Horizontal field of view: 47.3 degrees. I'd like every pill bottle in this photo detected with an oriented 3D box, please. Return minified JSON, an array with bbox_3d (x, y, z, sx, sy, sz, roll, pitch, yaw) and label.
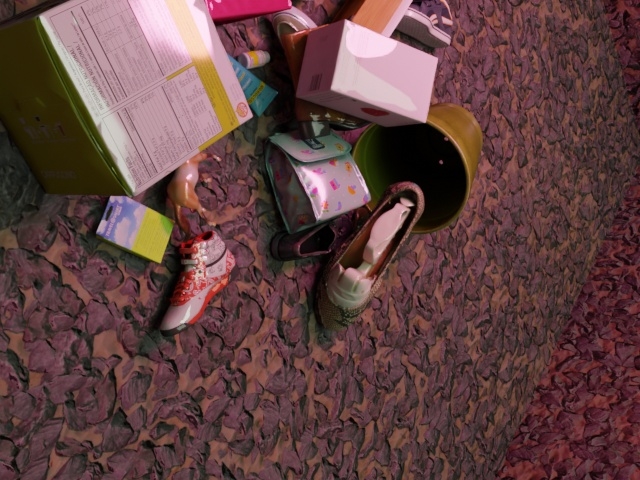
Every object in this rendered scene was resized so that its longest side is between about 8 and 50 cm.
[{"bbox_3d":[-0.169,-0.462,1.864,0.083,0.043,0.043,-25,110,-44],"label":"pill bottle"}]

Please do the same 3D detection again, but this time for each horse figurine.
[{"bbox_3d":[-0.304,-0.133,1.701,0.174,0.066,0.263,34,55,-56],"label":"horse figurine"}]

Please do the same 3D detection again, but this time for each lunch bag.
[{"bbox_3d":[-0.018,-0.179,1.962,0.223,0.160,0.262,-20,88,-41],"label":"lunch bag"}]

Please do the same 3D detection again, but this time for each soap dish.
[{"bbox_3d":[0.120,-0.616,2.045,0.118,0.229,0.291,41,61,-21],"label":"soap dish"}]

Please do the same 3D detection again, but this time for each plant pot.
[{"bbox_3d":[0.331,-0.260,2.223,0.353,0.366,0.367,-43,123,-50],"label":"plant pot"}]

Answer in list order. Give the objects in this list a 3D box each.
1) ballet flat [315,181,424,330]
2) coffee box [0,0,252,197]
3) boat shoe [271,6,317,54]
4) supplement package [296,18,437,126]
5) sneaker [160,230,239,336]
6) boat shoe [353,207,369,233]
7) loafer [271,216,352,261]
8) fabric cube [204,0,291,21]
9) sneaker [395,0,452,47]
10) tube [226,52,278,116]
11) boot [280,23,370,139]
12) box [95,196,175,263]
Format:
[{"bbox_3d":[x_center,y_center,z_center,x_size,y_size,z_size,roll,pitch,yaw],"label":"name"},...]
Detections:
[{"bbox_3d":[0.129,0.039,2.022,0.483,0.164,0.182,-57,176,1],"label":"ballet flat"},{"bbox_3d":[-0.406,-0.307,1.403,0.334,0.337,0.338,-43,123,-36],"label":"coffee box"},{"bbox_3d":[-0.035,-0.487,1.951,0.302,0.109,0.094,51,42,-38],"label":"boat shoe"},{"bbox_3d":[0.118,-0.408,1.832,0.293,0.177,0.175,12,87,-31],"label":"supplement package"},{"bbox_3d":[-0.309,0.091,1.713,0.270,0.090,0.145,-48,124,-38],"label":"sneaker"},{"bbox_3d":[0.120,-0.022,2.205,0.056,0.048,0.153,-7,91,-34],"label":"boat shoe"},{"bbox_3d":[0.000,0.000,2.031,0.302,0.095,0.109,-19,108,-45],"label":"loafer"},{"bbox_3d":[-0.258,-0.605,1.607,0.258,0.254,0.259,-26,110,-43],"label":"fabric cube"},{"bbox_3d":[0.319,-0.715,2.317,0.321,0.126,0.128,6,92,-58],"label":"sneaker"},{"bbox_3d":[-0.196,-0.399,1.836,0.080,0.052,0.207,-47,134,7],"label":"tube"},{"bbox_3d":[0.023,-0.425,1.934,0.264,0.096,0.280,-16,103,-30],"label":"boot"},{"bbox_3d":[-0.416,-0.029,1.622,0.178,0.042,0.109,31,69,-44],"label":"box"}]
